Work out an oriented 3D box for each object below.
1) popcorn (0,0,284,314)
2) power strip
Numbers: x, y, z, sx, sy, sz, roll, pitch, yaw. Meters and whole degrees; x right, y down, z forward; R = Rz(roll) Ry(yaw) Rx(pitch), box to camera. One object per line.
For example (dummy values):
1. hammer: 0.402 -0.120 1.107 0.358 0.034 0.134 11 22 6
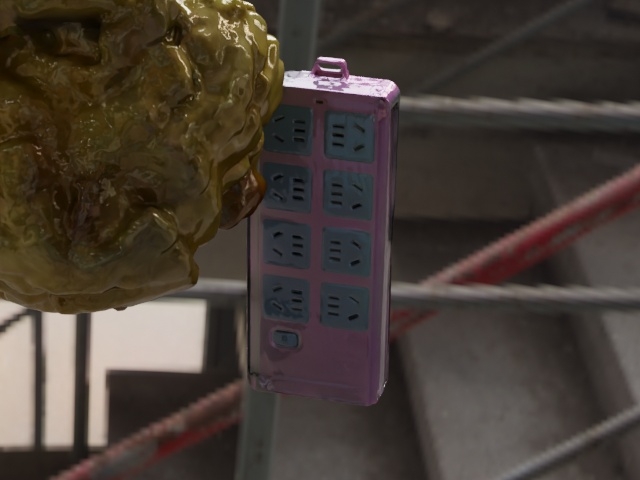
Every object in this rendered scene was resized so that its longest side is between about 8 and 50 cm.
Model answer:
1. popcorn: -0.152 -0.097 1.165 0.265 0.332 0.225 -27 35 -14
2. power strip: 0.000 0.000 1.325 0.109 0.279 0.037 7 25 13
